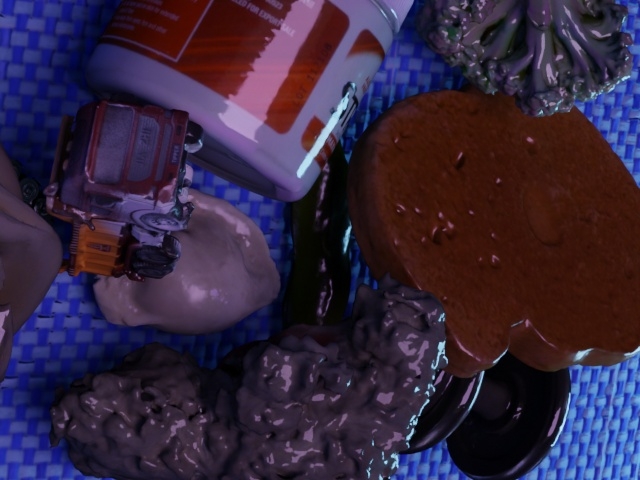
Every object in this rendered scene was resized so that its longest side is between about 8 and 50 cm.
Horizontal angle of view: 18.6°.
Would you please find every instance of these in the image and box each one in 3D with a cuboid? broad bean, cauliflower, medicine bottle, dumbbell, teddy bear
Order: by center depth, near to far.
[{"bbox_3d":[-0.071,-0.195,1.904,0.252,0.252,0.241,33,81,-35],"label":"medicine bottle"},{"bbox_3d":[-0.089,0.167,1.962,0.367,0.357,0.224,12,62,-13],"label":"teddy bear"},{"bbox_3d":[0.236,-0.284,2.096,0.315,0.239,0.256,98,8,-57],"label":"cauliflower"},{"bbox_3d":[0.000,0.000,2.116,0.077,0.061,0.339,0,101,-23],"label":"broad bean"},{"bbox_3d":[0.158,0.164,2.184,0.290,0.192,0.192,25,86,-37],"label":"dumbbell"}]

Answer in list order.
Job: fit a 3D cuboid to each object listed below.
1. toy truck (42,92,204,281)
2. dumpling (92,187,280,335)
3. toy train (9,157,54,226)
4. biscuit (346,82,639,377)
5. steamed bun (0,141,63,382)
[{"bbox_3d":[-0.188,-0.045,1.833,0.135,0.270,0.114,10,71,-6],"label":"toy truck"},{"bbox_3d":[-0.134,0.021,2.003,0.181,0.111,0.155,-16,99,-50],"label":"dumpling"},{"bbox_3d":[-0.304,-0.039,1.910,0.064,0.044,0.103,-48,120,-13],"label":"toy train"},{"bbox_3d":[0.211,-0.020,2.151,0.455,0.078,0.350,1,68,-41],"label":"biscuit"},{"bbox_3d":[-0.396,0.039,1.727,0.342,0.255,0.368,36,83,-31],"label":"steamed bun"}]
